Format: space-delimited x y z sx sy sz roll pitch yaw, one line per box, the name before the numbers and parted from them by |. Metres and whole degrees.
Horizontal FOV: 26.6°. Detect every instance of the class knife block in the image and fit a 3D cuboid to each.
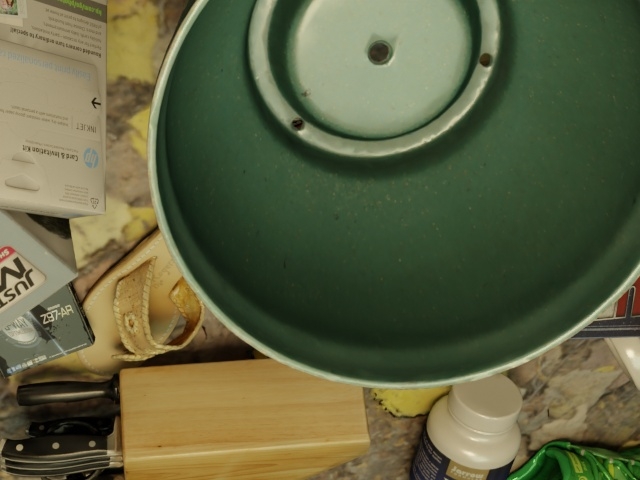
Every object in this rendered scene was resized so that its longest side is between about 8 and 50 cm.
knife block | -0.129 0.159 1.171 0.275 0.088 0.242 -28 145 32

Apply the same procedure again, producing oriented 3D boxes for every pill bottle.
pill bottle | 0.144 0.210 1.340 0.094 0.094 0.169 0 129 -17

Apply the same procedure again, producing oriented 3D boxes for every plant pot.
plant pot | 0.045 -0.088 0.792 0.293 0.196 0.293 -3 117 -6

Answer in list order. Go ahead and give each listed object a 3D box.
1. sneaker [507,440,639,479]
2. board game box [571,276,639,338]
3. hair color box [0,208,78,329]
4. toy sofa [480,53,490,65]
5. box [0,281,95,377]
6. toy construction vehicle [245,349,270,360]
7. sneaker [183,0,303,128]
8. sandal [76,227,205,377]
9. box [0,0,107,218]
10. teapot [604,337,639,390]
sneaker | 0.292 0.270 1.427 0.295 0.109 0.123 -21 136 1
board game box | 0.243 -0.012 1.004 0.243 0.042 0.165 1 101 -39
hair color box | -0.323 -0.107 0.862 0.113 0.185 0.374 -33 131 11
toy sofa | 0.087 -0.261 0.907 0.150 0.177 0.362 -13 137 26
box | -0.240 0.070 1.134 0.083 0.018 0.067 -20 106 0
toy construction vehicle | -0.014 0.129 1.261 0.086 0.035 0.098 -21 132 1
sneaker | -0.045 -0.095 0.973 0.122 0.146 0.331 -10 128 -14
sandal | -0.133 0.053 1.129 0.088 0.079 0.240 21 121 -31
box | -0.195 -0.113 0.842 0.038 0.186 0.145 -7 171 36
teapot | 0.202 -0.007 1.112 0.256 0.187 0.252 6 127 -23
